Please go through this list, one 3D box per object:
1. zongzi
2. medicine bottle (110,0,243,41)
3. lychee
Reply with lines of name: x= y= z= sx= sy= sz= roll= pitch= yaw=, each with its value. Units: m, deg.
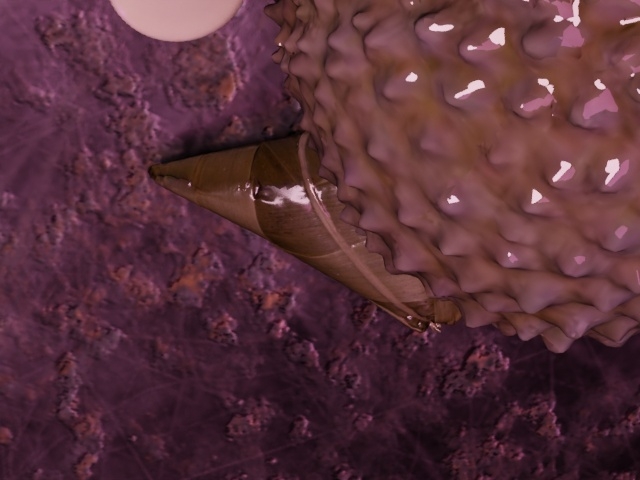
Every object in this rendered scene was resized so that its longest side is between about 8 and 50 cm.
zongzi: x=0.000 y=0.000 z=1.189 sx=0.176 sy=0.078 sz=0.160 roll=-13 pitch=124 yaw=9
medicine bottle: x=-0.079 y=-0.180 z=0.945 sx=0.114 sy=0.252 sz=0.114 roll=-4 pitch=123 yaw=-7
lychee: x=0.168 y=-0.133 z=0.963 sx=0.380 sy=0.432 sz=0.380 roll=2 pitch=85 yaw=-19
